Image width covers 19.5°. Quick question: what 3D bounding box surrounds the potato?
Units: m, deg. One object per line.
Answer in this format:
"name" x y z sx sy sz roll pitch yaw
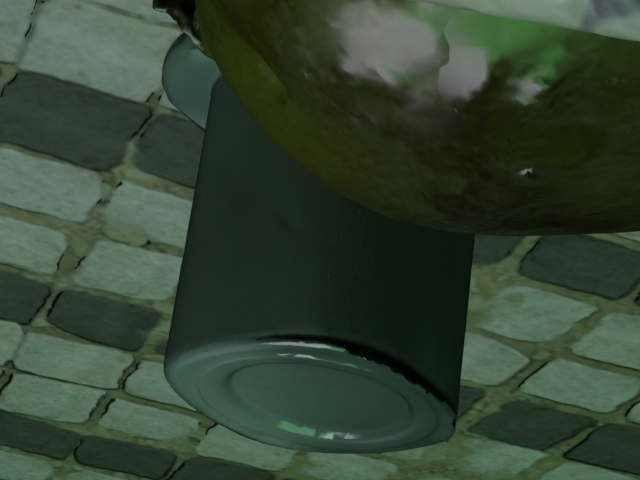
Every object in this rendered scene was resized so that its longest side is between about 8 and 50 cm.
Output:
"potato" 0.124 -0.108 0.704 0.359 0.219 0.270 6 168 -13

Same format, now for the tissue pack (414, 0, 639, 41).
"tissue pack" 0.002 -0.180 0.497 0.344 0.242 0.125 12 141 19

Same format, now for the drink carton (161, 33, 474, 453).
"drink carton" 0.000 0.000 0.976 0.185 0.189 0.191 -5 150 31
